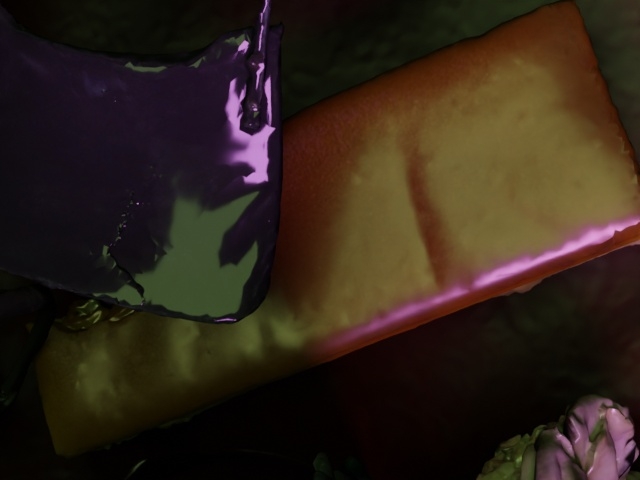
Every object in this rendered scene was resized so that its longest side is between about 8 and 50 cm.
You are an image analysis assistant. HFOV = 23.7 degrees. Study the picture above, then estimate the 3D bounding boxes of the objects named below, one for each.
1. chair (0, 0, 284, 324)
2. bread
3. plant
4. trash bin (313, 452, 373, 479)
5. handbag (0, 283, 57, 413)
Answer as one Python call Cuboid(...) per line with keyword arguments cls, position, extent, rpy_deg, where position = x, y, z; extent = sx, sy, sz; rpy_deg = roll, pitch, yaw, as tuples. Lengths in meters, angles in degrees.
Cuboid(cls="chair", position=(-0.041, -0.102, 0.502), extent=(0.140, 0.145, 0.221), rpy_deg=(14, 109, 23))
Cuboid(cls="bread", position=(0.000, 0.000, 0.534), extent=(0.226, 0.049, 0.088), rpy_deg=(-21, 82, 15))
Cuboid(cls="plant", position=(0.095, 0.117, 0.476), extent=(0.122, 0.104, 0.117), rpy_deg=(27, 78, 9))
Cuboid(cls="trash bin", position=(-0.147, 0.211, 0.466), extent=(0.381, 0.295, 0.259), rpy_deg=(-13, 85, 4))
Cuboid(cls="handbag", position=(-0.146, 0.041, 0.525), extent=(0.139, 0.115, 0.072), rpy_deg=(-27, 78, 29))
